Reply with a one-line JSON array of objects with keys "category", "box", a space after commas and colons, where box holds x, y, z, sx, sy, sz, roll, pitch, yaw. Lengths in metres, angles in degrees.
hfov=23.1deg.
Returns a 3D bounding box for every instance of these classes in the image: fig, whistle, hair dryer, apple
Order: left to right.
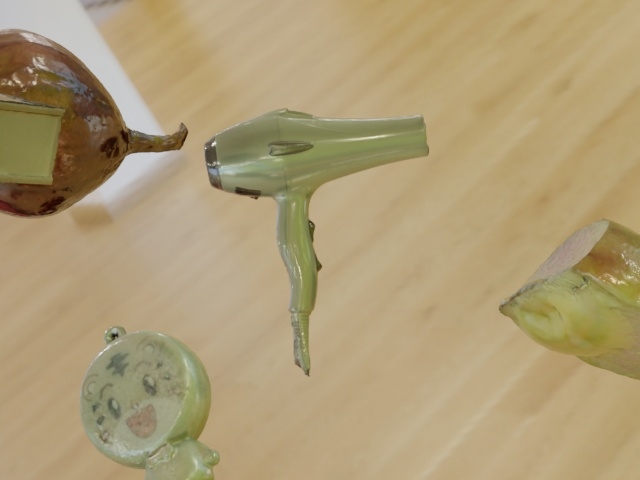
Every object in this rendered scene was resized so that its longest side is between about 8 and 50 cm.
[{"category": "fig", "box": [-0.232, -0.084, 1.328, 0.149, 0.202, 0.148, -52, 13, 8]}, {"category": "whistle", "box": [-0.138, 0.184, 1.416, 0.126, 0.067, 0.258, -36, 62, 12]}, {"category": "hair dryer", "box": [0.027, -0.027, 1.612, 0.229, 0.267, 0.092, -25, -4, -1]}, {"category": "apple", "box": [0.318, 0.068, 1.645, 0.120, 0.193, 0.265, -56, 2, -16]}]

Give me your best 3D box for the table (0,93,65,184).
[{"category": "table", "box": [-0.244, -0.028, 0.713, 0.121, 0.111, 0.240, 15, 7, 27]}]
